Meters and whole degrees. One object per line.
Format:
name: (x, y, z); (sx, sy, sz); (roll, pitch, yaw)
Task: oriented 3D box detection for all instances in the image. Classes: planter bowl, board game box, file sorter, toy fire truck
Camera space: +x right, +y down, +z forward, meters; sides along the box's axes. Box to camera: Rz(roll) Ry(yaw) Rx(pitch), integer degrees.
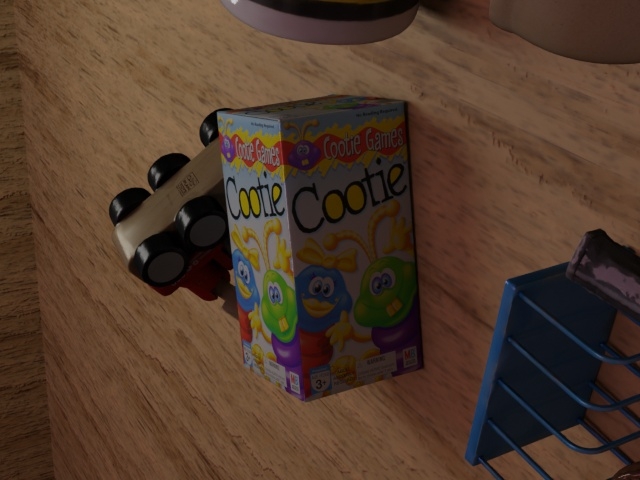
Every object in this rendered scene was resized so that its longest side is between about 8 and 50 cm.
planter bowl: (0.196, -0.173, 0.660); (0.109, 0.162, 0.162); (37, 139, 14)
board game box: (0.000, 0.000, 1.092); (0.142, 0.144, 0.275); (17, 116, 59)
file sorter: (0.196, 0.112, 0.789); (0.104, 0.118, 0.170); (44, 138, 44)
toy fire truck: (-0.088, 0.006, 1.267); (0.246, 0.217, 0.158); (45, -174, -49)

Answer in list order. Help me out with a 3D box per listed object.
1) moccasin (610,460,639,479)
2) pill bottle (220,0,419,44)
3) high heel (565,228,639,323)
moccasin: (0.295, 0.261, 0.619); (0.380, 0.147, 0.139); (47, 139, 46)
pill bottle: (0.016, -0.346, 0.879); (0.188, 0.188, 0.334); (49, 141, 44)
high heel: (0.282, -0.032, 0.643); (0.186, 0.093, 0.261); (35, 121, 24)
